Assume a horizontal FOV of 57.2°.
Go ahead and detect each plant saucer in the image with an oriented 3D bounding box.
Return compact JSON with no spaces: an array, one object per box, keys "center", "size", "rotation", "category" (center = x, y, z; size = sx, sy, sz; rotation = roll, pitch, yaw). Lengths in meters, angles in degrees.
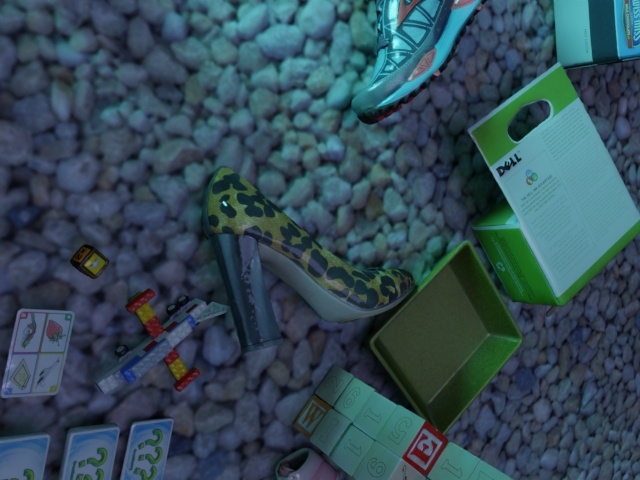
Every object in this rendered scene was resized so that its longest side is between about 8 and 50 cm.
[{"center":[0.157,0.124,0.755],"size":[0.188,0.045,0.188],"rotation":[-43,115,-17],"category":"plant saucer"}]

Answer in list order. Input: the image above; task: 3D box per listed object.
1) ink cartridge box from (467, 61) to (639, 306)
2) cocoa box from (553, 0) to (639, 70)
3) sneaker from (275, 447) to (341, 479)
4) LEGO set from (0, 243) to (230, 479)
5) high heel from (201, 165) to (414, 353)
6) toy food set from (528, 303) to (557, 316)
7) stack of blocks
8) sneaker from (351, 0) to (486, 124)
[{"center":[0.287,-0.071,0.775],"size":[0.188,0.097,0.255],"rotation":[-36,102,-20],"category":"ink cartridge box"},{"center":[0.453,-0.416,0.740],"size":[0.231,0.228,0.347],"rotation":[-16,105,-27],"category":"cocoa box"},{"center":[-0.042,0.293,0.663],"size":[0.134,0.051,0.070],"rotation":[-43,114,-21],"category":"sneaker"},{"center":[-0.187,0.131,0.531],"size":[0.182,0.060,0.244],"rotation":[12,90,-48],"category":"LEGO set"},{"center":[0.000,0.000,0.636],"size":[0.261,0.093,0.186],"rotation":[-10,81,-42],"category":"high heel"},{"center":[0.308,0.048,0.848],"size":[0.078,0.019,0.122],"rotation":[-45,108,-17],"category":"toy food set"},{"center":[0.118,0.252,0.605],"size":[0.171,0.297,0.087],"rotation":[44,76,-28],"category":"stack of blocks"},{"center":[0.092,-0.247,0.650],"size":[0.125,0.104,0.262],"rotation":[36,74,-11],"category":"sneaker"}]
